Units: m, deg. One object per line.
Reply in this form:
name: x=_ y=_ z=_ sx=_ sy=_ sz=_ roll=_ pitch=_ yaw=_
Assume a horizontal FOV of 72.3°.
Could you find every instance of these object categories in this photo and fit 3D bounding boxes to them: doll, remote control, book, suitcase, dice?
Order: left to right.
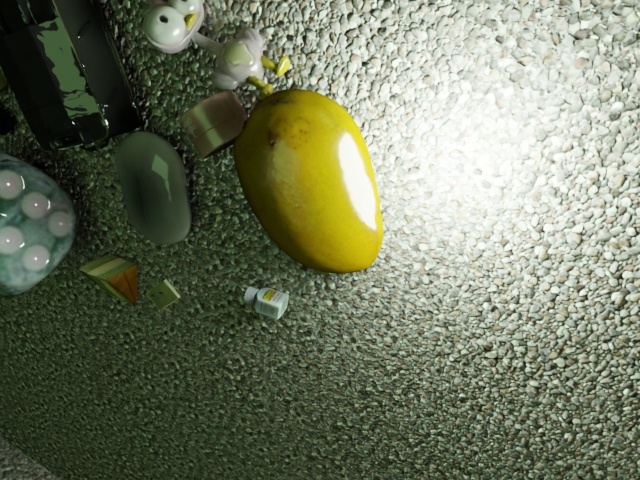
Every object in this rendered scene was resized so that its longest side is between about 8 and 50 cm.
dice: x=-0.958 y=-0.047 z=1.262 sx=0.349 sy=0.330 sz=0.328 roll=-1 pitch=144 yaw=22
suitcase: x=-0.651 y=-0.439 z=1.102 sx=0.283 sy=0.194 sz=0.433 roll=-6 pitch=111 yaw=22
remote control: x=-0.465 y=-0.140 z=1.228 sx=0.221 sy=0.103 sz=0.331 roll=11 pitch=117 yaw=22
book: x=-0.522 y=0.182 z=1.452 sx=0.111 sy=0.014 sz=0.077 roll=-32 pitch=100 yaw=29
doll: x=-0.253 y=-0.452 z=0.999 sx=0.365 sy=0.094 sz=0.160 roll=33 pitch=89 yaw=-3

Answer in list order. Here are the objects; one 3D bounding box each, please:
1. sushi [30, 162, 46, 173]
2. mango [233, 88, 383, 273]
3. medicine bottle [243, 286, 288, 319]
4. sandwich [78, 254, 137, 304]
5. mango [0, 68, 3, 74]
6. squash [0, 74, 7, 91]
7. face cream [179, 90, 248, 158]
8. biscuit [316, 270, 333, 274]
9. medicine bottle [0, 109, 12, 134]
sushi: x=-0.910 y=-0.196 z=1.391 sx=0.083 sy=0.056 sz=0.084 roll=1 pitch=115 yaw=23
mango: x=-0.016 y=-0.120 z=0.998 sx=0.300 sy=0.232 sz=0.445 roll=-26 pitch=105 yaw=11
medicine bottle: x=-0.161 y=0.177 z=1.284 sx=0.118 sy=0.074 sz=0.054 roll=17 pitch=119 yaw=13
sandwich: x=-0.687 y=0.154 z=1.425 sx=0.117 sy=0.144 sz=0.187 roll=20 pitch=119 yaw=13
mango: x=-0.914 y=-0.554 z=1.174 sx=0.317 sy=0.119 sz=0.176 roll=36 pitch=77 yaw=-11
squash: x=-1.026 y=-0.525 z=1.248 sx=0.252 sy=0.169 sz=0.093 roll=41 pitch=165 yaw=-3
face cream: x=-0.248 y=-0.279 z=1.058 sx=0.149 sy=0.149 sz=0.104 roll=-24 pitch=103 yaw=28
biscuit: x=0.000 y=0.000 z=1.165 sx=0.274 sy=0.036 sz=0.187 roll=33 pitch=120 yaw=3
medicine bottle: x=-1.047 y=-0.430 z=1.311 sx=0.079 sy=0.124 sz=0.258 roll=-37 pitch=86 yaw=34
